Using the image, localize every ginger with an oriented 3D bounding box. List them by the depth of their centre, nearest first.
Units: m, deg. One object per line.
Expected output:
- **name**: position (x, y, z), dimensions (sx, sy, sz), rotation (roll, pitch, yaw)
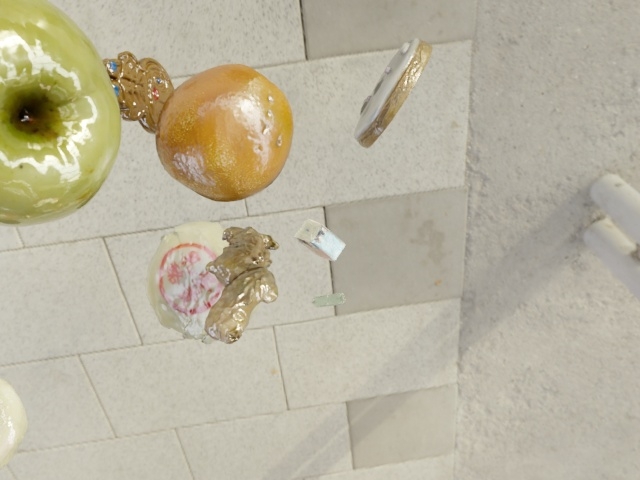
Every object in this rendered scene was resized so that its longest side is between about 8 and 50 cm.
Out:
- **ginger**: position (-0.130, 0.057, 0.951), dimensions (0.122, 0.290, 0.084), rotation (15, 118, -10)

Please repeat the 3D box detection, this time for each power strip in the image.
- **power strip**: position (0.019, 0.142, 1.367), dimensions (0.083, 0.027, 0.017), rotation (-8, 164, 10)

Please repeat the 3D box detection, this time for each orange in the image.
- **orange**: position (-0.135, -0.155, 0.841), dimensions (0.206, 0.206, 0.206), rotation (-4, 124, -6)

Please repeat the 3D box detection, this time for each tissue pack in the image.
- **tissue pack**: position (0.000, 0.000, 1.322), dimensions (0.094, 0.074, 0.059), rotation (39, 79, -39)

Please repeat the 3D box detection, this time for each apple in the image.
- **apple**: position (-0.359, -0.142, 0.639), dimensions (0.262, 0.262, 0.262), rotation (-4, 124, -6)

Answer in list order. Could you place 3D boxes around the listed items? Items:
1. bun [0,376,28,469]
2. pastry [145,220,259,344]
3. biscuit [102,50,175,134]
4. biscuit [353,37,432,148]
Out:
- **bun**: position (-0.643, 0.338, 1.041), dimensions (0.237, 0.210, 0.116), rotation (20, 164, 15)
- **pastry**: position (-0.249, 0.089, 1.229), dimensions (0.264, 0.133, 0.265), rotation (2, 95, 20)
- **biscuit**: position (-0.277, -0.232, 0.906), dimensions (0.026, 0.175, 0.124), rotation (-5, 90, 19)
- **biscuit**: position (0.111, -0.245, 0.941), dimensions (0.049, 0.208, 0.181), rotation (32, 141, -5)
